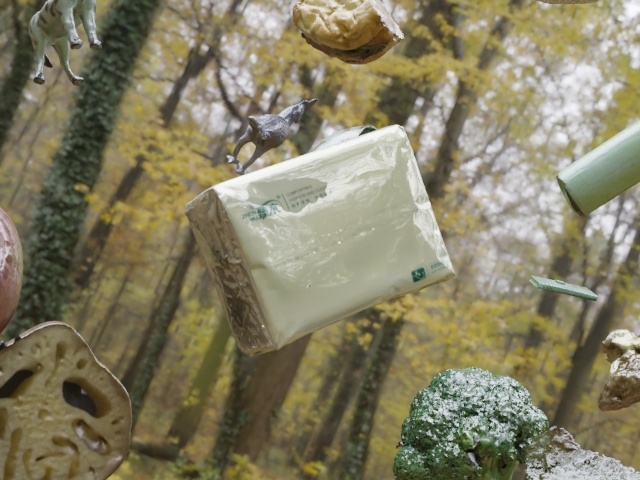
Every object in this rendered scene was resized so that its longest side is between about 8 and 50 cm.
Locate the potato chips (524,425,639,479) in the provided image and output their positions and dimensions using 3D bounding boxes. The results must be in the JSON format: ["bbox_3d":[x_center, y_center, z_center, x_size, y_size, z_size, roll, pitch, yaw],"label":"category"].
[{"bbox_3d":[0.355,0.324,1.344,0.209,0.142,0.026,-105,174,-53],"label":"potato chips"}]

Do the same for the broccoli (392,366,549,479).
[{"bbox_3d":[0.235,0.334,1.591,0.270,0.270,0.270,-17,5,1],"label":"broccoli"}]

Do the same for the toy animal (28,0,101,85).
[{"bbox_3d":[-0.411,-0.370,1.671,0.090,0.255,0.170,5,43,-41],"label":"toy animal"}]

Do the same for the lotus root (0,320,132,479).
[{"bbox_3d":[-0.574,0.352,2.073,0.390,0.375,0.111,15,-3,-24],"label":"lotus root"}]

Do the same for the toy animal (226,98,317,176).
[{"bbox_3d":[-0.137,-0.229,2.274,0.081,0.206,0.367,47,24,2],"label":"toy animal"}]

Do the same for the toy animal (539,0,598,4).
[{"bbox_3d":[0.505,-0.605,2.101,0.308,0.266,0.188,17,-40,2],"label":"toy animal"}]

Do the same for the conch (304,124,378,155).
[{"bbox_3d":[0.015,-0.073,2.022,0.197,0.368,0.249,5,-51,14],"label":"conch"}]

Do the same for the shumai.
[{"bbox_3d":[0.642,0.253,2.075,0.161,0.153,0.209,12,-44,-44],"label":"shumai"}]

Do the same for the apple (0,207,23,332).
[{"bbox_3d":[-0.661,0.062,1.779,0.306,0.305,0.235,28,-37,-25],"label":"apple"}]

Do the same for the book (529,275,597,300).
[{"bbox_3d":[0.546,0.106,2.283,0.135,0.017,0.103,13,8,-1],"label":"book"}]

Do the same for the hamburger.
[{"bbox_3d":[0.049,-0.524,2.386,0.162,0.209,0.330,42,21,-48],"label":"hamburger"}]

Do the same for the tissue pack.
[{"bbox_3d":[0.000,0.000,1.746,0.207,0.380,0.297,-22,-89,65],"label":"tissue pack"}]

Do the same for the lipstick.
[{"bbox_3d":[0.461,-0.141,1.371,0.076,0.304,0.076,48,18,-21],"label":"lipstick"}]
